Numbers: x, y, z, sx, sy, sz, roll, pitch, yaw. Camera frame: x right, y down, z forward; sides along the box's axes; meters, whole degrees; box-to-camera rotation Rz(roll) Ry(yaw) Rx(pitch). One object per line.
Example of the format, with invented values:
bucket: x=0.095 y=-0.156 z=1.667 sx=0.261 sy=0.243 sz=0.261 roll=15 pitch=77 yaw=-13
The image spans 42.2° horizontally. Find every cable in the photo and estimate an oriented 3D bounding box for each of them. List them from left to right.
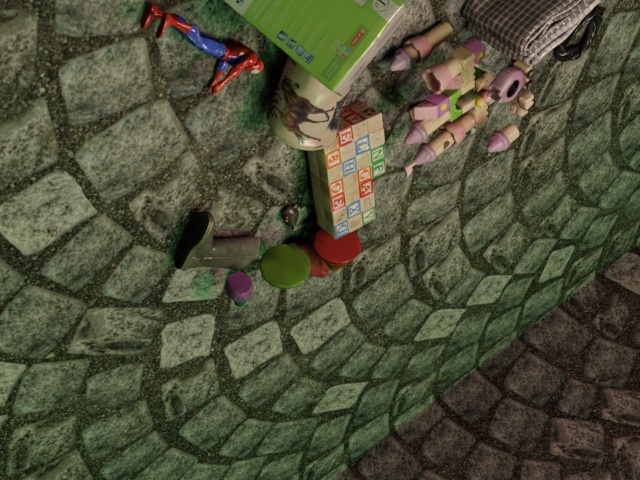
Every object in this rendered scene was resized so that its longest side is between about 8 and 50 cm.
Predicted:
cable: x=0.738 y=-0.582 z=2.337 sx=0.184 sy=0.047 sz=0.150 roll=-44 pitch=145 yaw=0

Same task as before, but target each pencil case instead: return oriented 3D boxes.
pencil case: x=0.025 y=-0.397 z=1.748 sx=0.183 sy=0.160 sz=0.410 roll=-24 pitch=144 yaw=-53

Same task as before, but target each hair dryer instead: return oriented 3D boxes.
hair dryer: x=0.000 y=0.000 z=2.202 sx=0.223 sy=0.080 sz=0.294 roll=-23 pitch=140 yaw=-26

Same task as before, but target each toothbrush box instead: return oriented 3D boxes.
toothbrush box: x=-0.010 y=-0.440 z=1.551 sx=0.206 sy=0.283 sz=0.122 roll=-51 pitch=177 yaw=10

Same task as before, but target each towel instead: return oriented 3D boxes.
towel: x=0.509 y=-0.572 z=1.971 sx=0.283 sy=0.235 sz=0.121 roll=-43 pitch=139 yaw=0

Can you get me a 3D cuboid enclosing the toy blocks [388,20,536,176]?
toy blocks: x=0.301 y=-0.307 z=1.974 sx=0.260 sy=0.309 sz=0.289 roll=-37 pitch=144 yaw=-18

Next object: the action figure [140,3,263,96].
action figure: x=-0.228 y=-0.346 z=1.618 sx=0.280 sy=0.091 sz=0.139 roll=9 pitch=114 yaw=-47

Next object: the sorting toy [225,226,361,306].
sorting toy: x=-0.068 y=0.084 z=2.105 sx=0.365 sy=0.127 sz=0.126 roll=-22 pitch=150 yaw=-18

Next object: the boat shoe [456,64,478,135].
boat shoe: x=0.400 y=-0.375 z=2.194 sx=0.075 sy=0.083 sz=0.226 roll=-33 pitch=143 yaw=-11

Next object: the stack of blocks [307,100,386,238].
stack of blocks: x=0.068 y=-0.171 z=2.041 sx=0.171 sy=0.087 sz=0.297 roll=-26 pitch=132 yaw=-23

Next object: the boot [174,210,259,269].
boot: x=-0.230 y=0.006 z=1.992 sx=0.208 sy=0.076 sz=0.190 roll=4 pitch=138 yaw=-38
